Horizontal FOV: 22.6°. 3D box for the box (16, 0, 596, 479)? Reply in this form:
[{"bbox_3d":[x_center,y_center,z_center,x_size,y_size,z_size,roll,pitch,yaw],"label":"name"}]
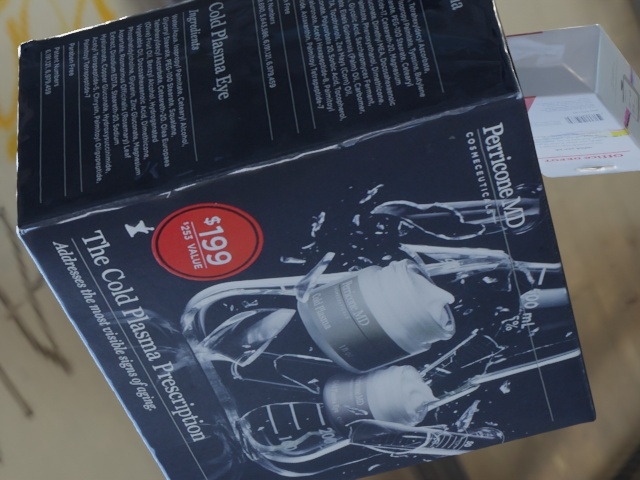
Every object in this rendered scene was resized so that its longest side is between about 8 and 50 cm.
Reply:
[{"bbox_3d":[0.000,0.000,1.099,0.312,0.343,0.179,-16,-133,6],"label":"box"}]

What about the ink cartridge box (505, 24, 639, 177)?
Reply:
[{"bbox_3d":[0.222,-0.119,1.427,0.115,0.198,0.067,-3,-109,26],"label":"ink cartridge box"}]
